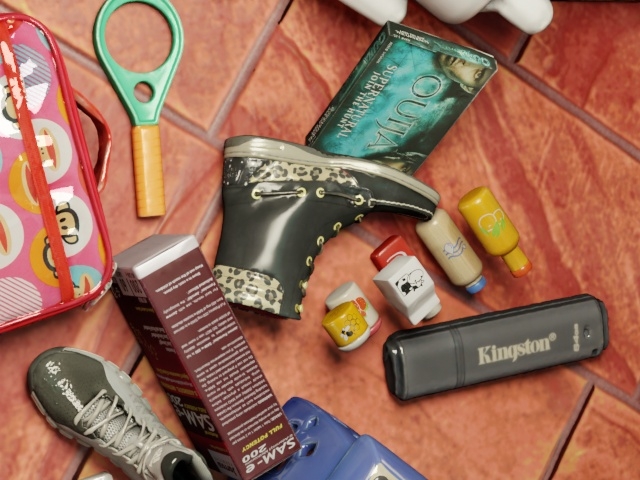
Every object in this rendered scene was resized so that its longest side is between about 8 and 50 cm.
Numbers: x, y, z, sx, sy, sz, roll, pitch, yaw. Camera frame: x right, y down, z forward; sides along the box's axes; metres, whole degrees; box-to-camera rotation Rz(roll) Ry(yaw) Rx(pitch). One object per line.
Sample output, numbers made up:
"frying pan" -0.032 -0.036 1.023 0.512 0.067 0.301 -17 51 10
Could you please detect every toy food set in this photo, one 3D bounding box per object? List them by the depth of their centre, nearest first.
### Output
"toy food set" 0.106 0.054 1.587 0.232 0.111 0.104 -42 106 -19

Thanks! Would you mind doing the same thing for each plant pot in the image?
"plant pot" 0.026 0.320 1.505 0.236 0.212 0.236 41 76 -19

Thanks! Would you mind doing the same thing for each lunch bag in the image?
"lunch bag" -0.315 -0.060 1.409 0.258 0.120 0.293 -18 99 -26

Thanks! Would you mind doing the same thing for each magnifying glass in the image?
"magnifying glass" -0.178 -0.140 1.510 0.092 0.026 0.231 -5 94 -23

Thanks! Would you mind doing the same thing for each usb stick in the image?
"usb stick" 0.196 0.116 1.663 0.278 0.045 0.077 -10 94 -23

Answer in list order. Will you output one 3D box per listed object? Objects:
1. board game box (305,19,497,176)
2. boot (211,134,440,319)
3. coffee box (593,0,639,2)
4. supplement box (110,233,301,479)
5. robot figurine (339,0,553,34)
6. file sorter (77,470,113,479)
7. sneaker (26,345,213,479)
"board game box" 0.081 -0.139 1.545 0.126 0.186 0.026 14 48 -22
"boot" -0.001 0.000 1.549 0.236 0.085 0.179 14 80 -16
"coffee box" 0.308 -0.318 1.651 0.246 0.141 0.098 -3 92 -22
"supplement box" -0.120 0.114 1.483 0.073 0.130 0.239 -31 102 -20
"robot figurine" 0.103 -0.349 1.449 0.353 0.200 0.300 37 104 -9
"file sorter" -0.284 0.361 1.396 0.277 0.173 0.193 -17 97 -21
"sneaker" -0.179 0.187 1.457 0.228 0.132 0.086 43 75 -18
